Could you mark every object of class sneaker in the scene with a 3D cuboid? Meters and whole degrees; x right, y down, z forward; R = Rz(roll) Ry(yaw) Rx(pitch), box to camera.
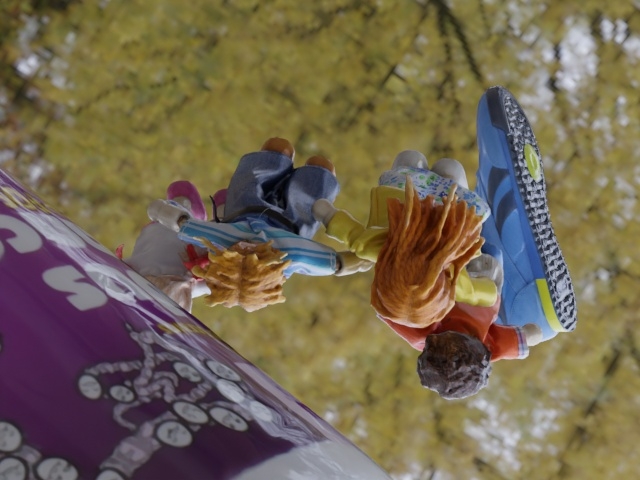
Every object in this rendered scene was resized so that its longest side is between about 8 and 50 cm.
[{"bbox_3d":[0.143,-0.017,1.280,0.082,0.069,0.209,-12,-88,29],"label":"sneaker"}]

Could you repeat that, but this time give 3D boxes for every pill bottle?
[{"bbox_3d":[-0.077,0.094,0.450,0.301,0.169,0.169,36,-85,24],"label":"pill bottle"}]

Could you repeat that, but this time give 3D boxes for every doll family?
[{"bbox_3d":[0.000,0.000,0.882,0.163,0.263,0.118,-72,171,-61],"label":"doll family"}]
